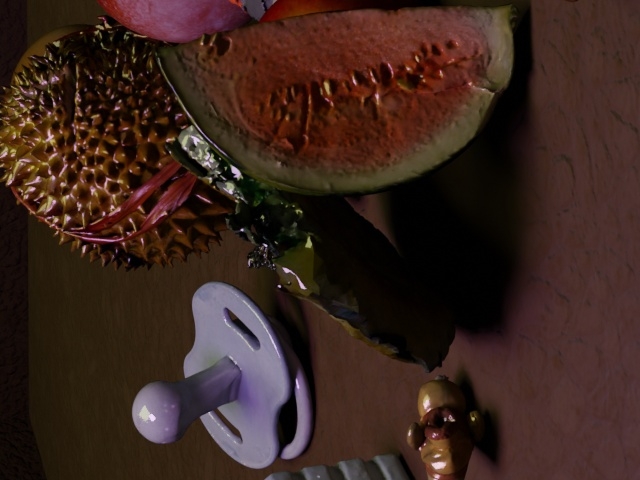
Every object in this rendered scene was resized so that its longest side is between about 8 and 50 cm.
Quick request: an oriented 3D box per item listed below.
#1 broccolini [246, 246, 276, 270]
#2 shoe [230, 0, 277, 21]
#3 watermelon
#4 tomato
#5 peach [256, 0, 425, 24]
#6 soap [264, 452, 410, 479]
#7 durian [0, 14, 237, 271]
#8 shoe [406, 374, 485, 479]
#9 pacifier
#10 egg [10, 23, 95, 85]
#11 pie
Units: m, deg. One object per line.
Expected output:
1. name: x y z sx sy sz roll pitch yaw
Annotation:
1. broccolini: -0.046 -0.014 1.747 0.194 0.054 0.052 127 152 -59
2. shoe: -0.050 -0.372 1.426 0.171 0.132 0.336 23 130 27
3. watermelon: 0.021 -0.093 1.167 0.159 0.304 0.128 88 175 -51
4. tomato: -0.148 -0.362 1.644 0.270 0.227 0.270 -31 46 39
5. peach: 0.033 -0.165 1.362 0.190 0.226 0.196 36 99 22
6. soap: 0.052 0.347 1.412 0.265 0.160 0.087 -121 30 -48
7. durian: -0.241 -0.126 1.783 0.348 0.384 0.347 5 98 39
8. shoe: 0.120 0.179 1.310 0.109 0.072 0.069 -58 -34 -53
9. pacifier: -0.138 0.204 1.804 0.238 0.226 0.287 47 144 29
10. egg: -0.388 -0.201 2.308 0.250 0.250 0.322 -127 28 -54
11. pie: 0.000 0.000 1.309 0.078 0.296 0.371 -52 30 9
